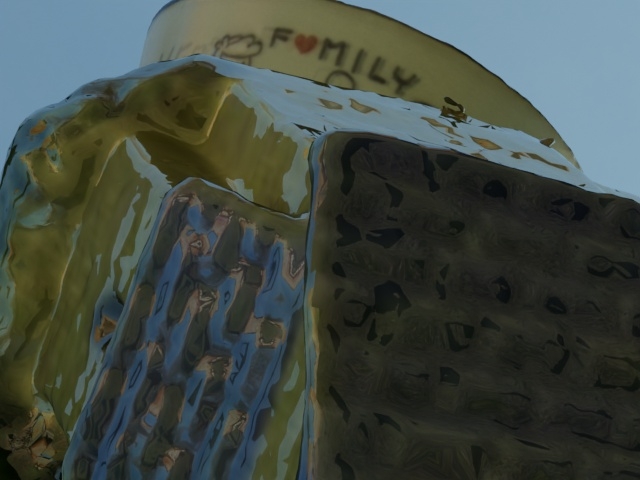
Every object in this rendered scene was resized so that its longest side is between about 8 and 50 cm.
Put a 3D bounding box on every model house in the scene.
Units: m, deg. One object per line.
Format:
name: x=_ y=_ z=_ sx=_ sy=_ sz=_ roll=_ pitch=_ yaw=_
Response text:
model house: x=0.057 y=0.103 z=0.540 sx=0.321 sy=0.266 sz=0.261 roll=15 pitch=-82 yaw=-22

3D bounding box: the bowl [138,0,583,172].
bowl: x=0.000 y=0.000 z=0.843 sx=0.238 sy=0.238 sz=0.126 roll=31 pitch=-113 yaw=-17
